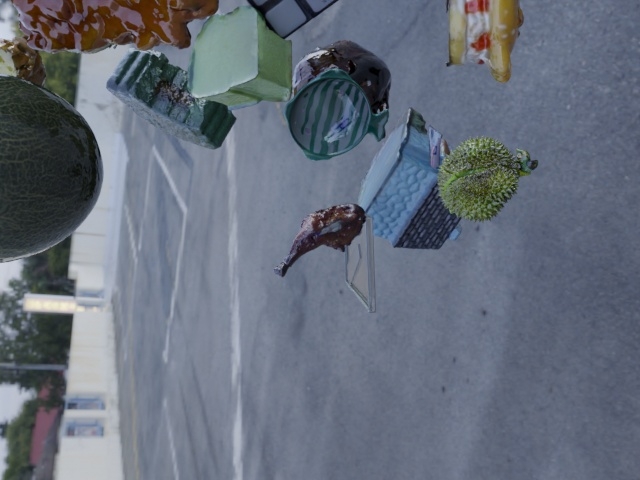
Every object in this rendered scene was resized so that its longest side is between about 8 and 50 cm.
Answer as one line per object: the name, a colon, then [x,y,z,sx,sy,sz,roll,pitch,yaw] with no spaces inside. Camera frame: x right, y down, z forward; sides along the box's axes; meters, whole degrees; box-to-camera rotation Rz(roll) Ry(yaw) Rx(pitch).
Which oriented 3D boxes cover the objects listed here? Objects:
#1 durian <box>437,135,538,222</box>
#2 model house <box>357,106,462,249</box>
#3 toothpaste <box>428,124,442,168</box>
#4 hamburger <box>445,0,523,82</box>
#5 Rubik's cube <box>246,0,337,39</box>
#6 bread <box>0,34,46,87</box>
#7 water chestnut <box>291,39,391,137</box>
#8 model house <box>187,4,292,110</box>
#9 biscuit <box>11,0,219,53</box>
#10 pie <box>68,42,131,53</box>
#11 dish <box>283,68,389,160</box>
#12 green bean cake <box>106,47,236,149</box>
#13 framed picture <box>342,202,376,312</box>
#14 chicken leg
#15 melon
durian: [0.320,-0.130,1.394,0.198,0.159,0.146,-48,0,-21]
model house: [0.331,-0.166,2.115,0.297,0.339,0.360,-74,11,-52]
toothpaste: [0.296,-0.237,1.779,0.045,0.028,0.170,49,168,26]
hamburger: [0.404,-0.547,1.689,0.261,0.186,0.303,52,-135,-69]
Rubik's cube: [-0.088,-0.706,1.571,0.301,0.304,0.305,-34,47,10]
bread: [-0.644,-0.315,1.394,0.147,0.160,0.261,-78,2,-45]
water chestnut: [0.063,-0.387,1.810,0.244,0.289,0.289,10,96,32]
model house: [-0.170,-0.400,1.581,0.214,0.189,0.195,-12,74,33]
biscuit: [-0.289,-0.392,0.871,0.110,0.318,0.312,-77,-14,-46]
pie: [-0.594,-0.640,1.846,0.077,0.339,0.339,82,-173,-72]
dish: [0.030,-0.297,1.605,0.078,0.246,0.224,-110,31,-58]
green bean cake: [-0.441,-0.429,2.075,0.308,0.300,0.169,24,80,29]
framed picture: [0.094,0.035,1.740,0.315,0.024,0.232,-133,39,-77]
chicken leg: [0.000,-0.007,1.241,0.053,0.205,0.093,31,135,58]
melon: [-0.411,-0.092,0.874,0.301,0.237,0.237,-29,-50,-72]
